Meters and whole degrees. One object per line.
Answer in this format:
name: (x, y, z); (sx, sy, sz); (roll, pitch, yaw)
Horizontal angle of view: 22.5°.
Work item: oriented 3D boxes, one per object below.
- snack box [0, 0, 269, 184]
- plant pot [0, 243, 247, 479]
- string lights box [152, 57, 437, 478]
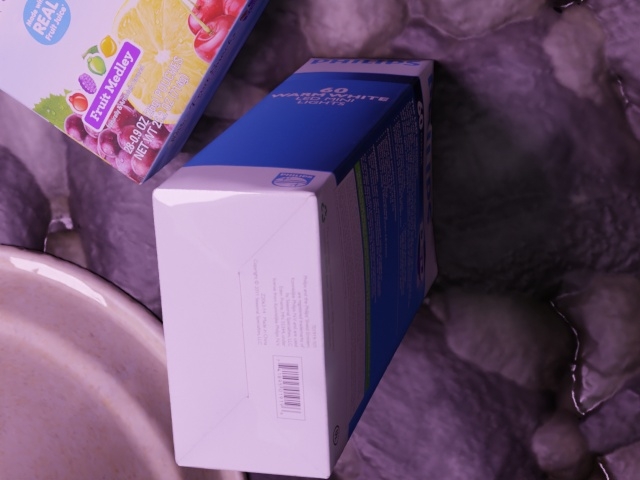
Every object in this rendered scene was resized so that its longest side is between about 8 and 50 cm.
snack box: (-0.134, -0.162, 0.891); (0.207, 0.070, 0.174); (34, 115, 4)
plant pot: (-0.244, 0.206, 0.925); (0.333, 0.305, 0.334); (5, 110, 14)
string lights box: (0.000, 0.000, 0.806); (0.076, 0.260, 0.133); (2, 109, 14)
